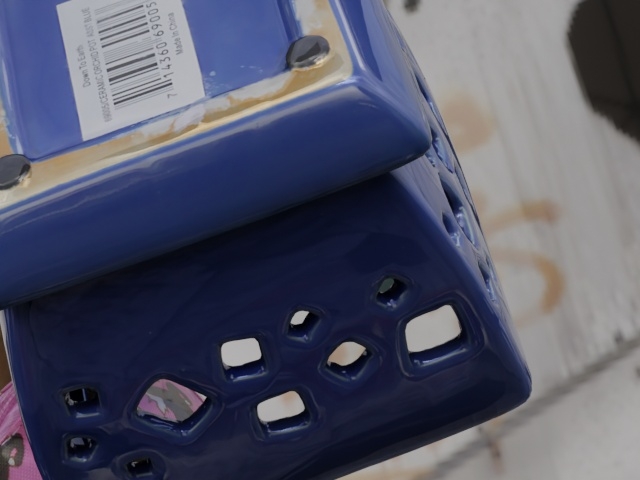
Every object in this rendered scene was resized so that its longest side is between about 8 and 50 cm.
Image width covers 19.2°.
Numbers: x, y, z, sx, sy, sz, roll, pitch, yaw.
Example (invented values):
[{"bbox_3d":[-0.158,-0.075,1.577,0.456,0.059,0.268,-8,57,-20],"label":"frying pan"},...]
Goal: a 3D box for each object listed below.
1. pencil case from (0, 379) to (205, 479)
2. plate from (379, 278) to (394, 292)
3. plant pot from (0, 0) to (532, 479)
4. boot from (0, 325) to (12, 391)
[{"bbox_3d":[-0.201,0.214,1.041,0.386,0.160,0.167,-42,-21,6],"label":"pencil case"},{"bbox_3d":[0.000,0.000,1.607,0.024,0.188,0.188,-43,-25,-17],"label":"plate"},{"bbox_3d":[-0.053,-0.029,0.884,0.236,0.236,0.212,-19,-42,2],"label":"plant pot"},{"bbox_3d":[-0.195,0.015,1.272,0.089,0.236,0.269,19,-55,4],"label":"boot"}]
